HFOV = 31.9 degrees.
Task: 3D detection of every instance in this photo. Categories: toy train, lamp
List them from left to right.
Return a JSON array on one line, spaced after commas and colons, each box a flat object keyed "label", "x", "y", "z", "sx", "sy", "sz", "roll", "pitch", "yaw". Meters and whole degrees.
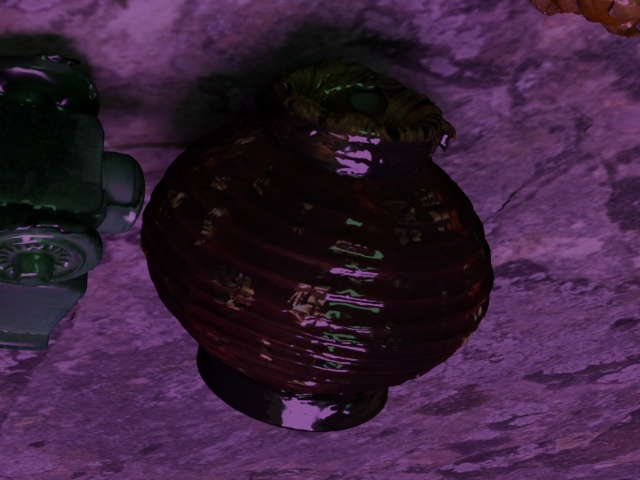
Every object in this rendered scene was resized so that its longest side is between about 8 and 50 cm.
[{"label": "toy train", "x": -0.252, "y": -0.028, "z": 0.702, "sx": 0.266, "sy": 0.145, "sz": 0.202, "roll": 9, "pitch": 151, "yaw": -31}, {"label": "lamp", "x": 0.000, "y": 0.000, "z": 0.754, "sx": 0.247, "sy": 0.247, "sz": 0.247, "roll": -7, "pitch": 153, "yaw": -4}]

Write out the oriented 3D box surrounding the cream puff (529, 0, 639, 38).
[{"label": "cream puff", "x": 0.145, "y": -0.170, "z": 0.589, "sx": 0.104, "sy": 0.119, "sz": 0.133, "roll": -13, "pitch": 131, "yaw": 48}]
